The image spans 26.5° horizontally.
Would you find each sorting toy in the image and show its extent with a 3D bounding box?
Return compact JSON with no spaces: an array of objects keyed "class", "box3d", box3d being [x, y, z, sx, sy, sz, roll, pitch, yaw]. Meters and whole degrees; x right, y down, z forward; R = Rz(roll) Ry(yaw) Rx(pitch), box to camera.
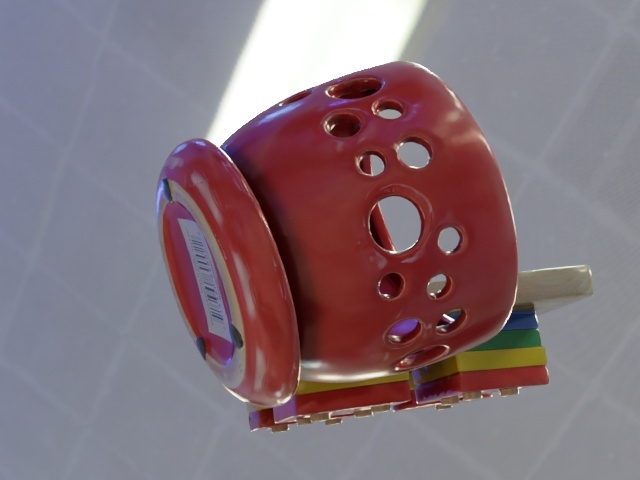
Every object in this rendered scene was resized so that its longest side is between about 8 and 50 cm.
[{"class":"sorting toy","box3d":[0.061,0.097,1.112,0.257,0.256,0.089,139,-56,-72]}]

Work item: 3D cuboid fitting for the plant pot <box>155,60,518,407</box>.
[{"class":"plant pot","box3d":[0.000,0.000,0.843,0.191,0.174,0.191,53,-27,43]}]
